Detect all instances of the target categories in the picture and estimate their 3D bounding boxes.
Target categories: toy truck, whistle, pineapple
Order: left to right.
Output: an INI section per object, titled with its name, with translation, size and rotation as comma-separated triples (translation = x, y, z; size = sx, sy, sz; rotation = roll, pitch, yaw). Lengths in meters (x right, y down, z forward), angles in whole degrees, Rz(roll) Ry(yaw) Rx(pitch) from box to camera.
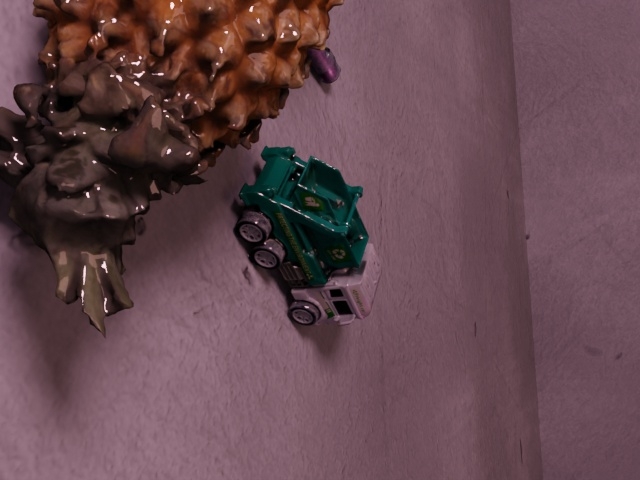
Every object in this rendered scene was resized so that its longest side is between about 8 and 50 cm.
[pineapple]
translation = -0.120, -0.111, 0.478
size = 0.223, 0.222, 0.357
rotation = 52, 51, -48
[whistle]
translation = -0.021, -0.262, 0.863
size = 0.176, 0.033, 0.033
rotation = 48, 45, -51
[toy truck]
translation = 0.000, 0.000, 0.768
size = 0.216, 0.116, 0.110
rotation = 64, 33, -36
